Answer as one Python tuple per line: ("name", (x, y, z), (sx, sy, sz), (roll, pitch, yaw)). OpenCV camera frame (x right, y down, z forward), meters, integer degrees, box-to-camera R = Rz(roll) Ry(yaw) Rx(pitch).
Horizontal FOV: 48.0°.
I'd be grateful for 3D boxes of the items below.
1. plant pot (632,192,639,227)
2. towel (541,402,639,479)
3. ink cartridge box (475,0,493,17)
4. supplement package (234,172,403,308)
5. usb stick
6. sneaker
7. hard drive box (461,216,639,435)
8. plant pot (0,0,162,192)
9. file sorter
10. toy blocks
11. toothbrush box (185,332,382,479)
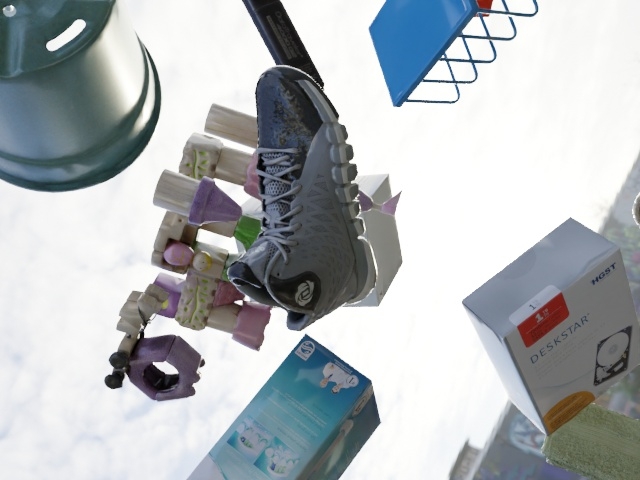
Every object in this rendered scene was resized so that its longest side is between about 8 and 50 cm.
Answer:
("plant pot", (0.781, -0.148, 1.298), (0.306, 0.333, 0.334), (-65, -28, -17))
("towel", (0.390, 0.283, 1.014), (0.027, 0.148, 0.110), (104, -172, -64))
("ink cartridge box", (0.285, -0.516, 1.305), (0.189, 0.066, 0.233), (-12, -59, -30))
("supplement package", (0.000, 0.000, 1.391), (0.198, 0.262, 0.199), (-49, -48, -59))
("usb stick", (-0.080, -0.406, 1.433), (0.077, 0.278, 0.045), (-27, -4, -22))
("sneaker", (-0.032, -0.024, 0.611), (0.132, 0.086, 0.229), (-33, -68, -36))
("hard drive box", (0.308, 0.116, 0.931), (0.181, 0.089, 0.232), (-37, -52, -4))
("plant pot", (-0.409, -0.281, 1.036), (0.341, 0.341, 0.334), (-64, 2, -17))
("file sorter", (0.148, -0.249, 0.823), (0.104, 0.118, 0.170), (-5, -23, -26))
("toy blocks", (-0.069, 0.028, 0.888), (0.309, 0.260, 0.289), (-79, 8, -63))
("toothbrush box", (-0.050, 0.316, 1.041), (0.296, 0.126, 0.216), (-51, -25, -18))
